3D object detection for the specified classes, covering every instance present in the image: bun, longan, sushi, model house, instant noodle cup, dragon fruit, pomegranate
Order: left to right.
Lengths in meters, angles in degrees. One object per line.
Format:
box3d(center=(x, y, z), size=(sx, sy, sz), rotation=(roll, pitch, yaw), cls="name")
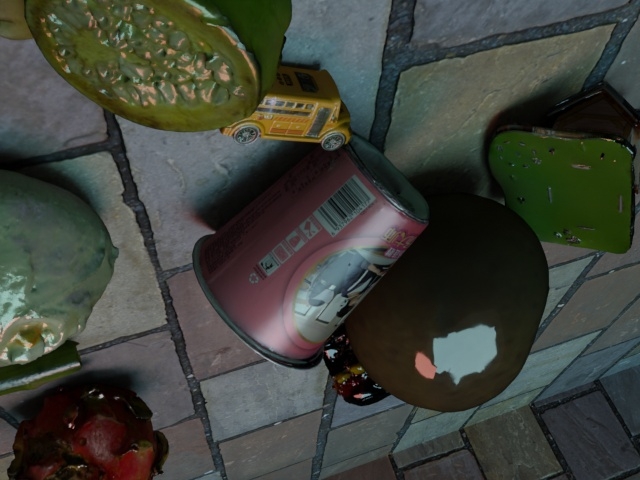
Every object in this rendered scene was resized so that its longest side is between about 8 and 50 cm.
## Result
box3d(center=(-0.364, 0.061, 0.734), size=(0.283, 0.179, 0.283), rotation=(-15, 152, -8), cls="bun")
box3d(center=(-0.399, 0.411, 1.182), size=(0.269, 0.291, 0.250), rotation=(-32, 144, 15), cls="dragon fruit")
box3d(center=(-0.136, -0.190, 0.517), size=(0.241, 0.159, 0.190), rotation=(-5, 152, 29), cls="pomegranate")
box3d(center=(0.000, 0.000, 0.864), size=(0.255, 0.244, 0.244), rotation=(-45, 145, 19), cls="instant noodle cup")
box3d(center=(0.088, 0.272, 1.428), size=(0.153, 0.150, 0.172), rotation=(-24, 151, 2), cls="sushi")
box3d(center=(0.199, 0.097, 1.058), size=(0.361, 0.361, 0.361), rotation=(-17, 151, -10), cls="longan")
box3d(center=(0.392, -0.126, 1.029), size=(0.207, 0.154, 0.294), rotation=(13, 155, 30), cls="model house")

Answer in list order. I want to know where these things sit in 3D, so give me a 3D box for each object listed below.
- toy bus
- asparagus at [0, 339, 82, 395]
box3d(center=(-0.034, -0.149, 0.726), size=(0.162, 0.069, 0.074), rotation=(-2, 143, -31), cls="toy bus")
box3d(center=(-0.505, 0.213, 1.017), size=(0.277, 0.060, 0.067), rotation=(-14, 130, -16), cls="asparagus")
